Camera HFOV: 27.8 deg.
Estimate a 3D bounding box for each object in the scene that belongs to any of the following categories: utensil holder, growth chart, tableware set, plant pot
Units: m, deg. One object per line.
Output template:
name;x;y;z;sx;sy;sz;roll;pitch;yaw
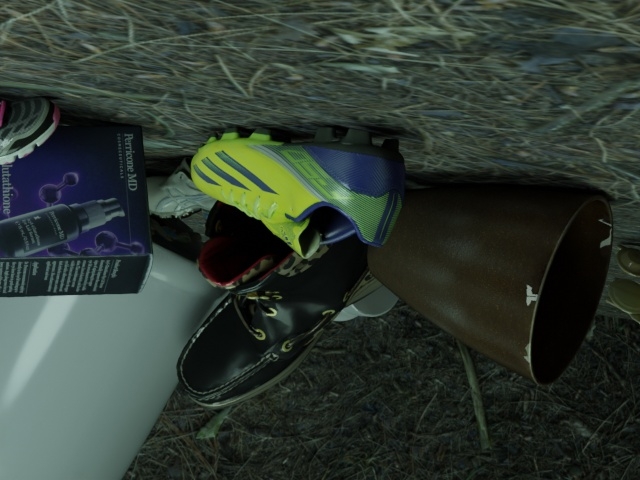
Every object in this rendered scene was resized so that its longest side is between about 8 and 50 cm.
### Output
utensil holder;-0.340;0.134;1.745;0.327;0.385;0.327;30;-177;-2
growth chart;-0.245;-0.048;1.707;0.172;0.021;0.237;37;-175;20
tableware set;0.480;0.067;1.843;0.141;0.169;0.020;21;134;2
plant pot;0.178;0.024;1.446;0.230;0.215;0.215;18;-179;29

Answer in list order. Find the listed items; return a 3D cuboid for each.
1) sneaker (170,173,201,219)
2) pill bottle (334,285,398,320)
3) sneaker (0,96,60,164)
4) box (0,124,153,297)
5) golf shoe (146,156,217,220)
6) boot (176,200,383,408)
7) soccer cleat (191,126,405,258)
sneaker;-0.157;-0.058;1.703;0.065;0.061;0.158;-4;-176;-22
pill bottle;-0.001;0.053;2.171;0.160;0.160;0.283;11;175;-39
sneaker;-0.334;-0.113;1.223;0.170;0.063;0.075;-9;136;9
box;-0.283;-0.030;1.327;0.207;0.153;0.108;-2;156;-17
golf shoe;-0.159;-0.071;1.565;0.176;0.086;0.069;8;-139;31
boot;-0.066;0.051;1.526;0.377;0.138;0.284;-36;158;11
soccer cleat;-0.037;-0.045;1.258;0.093;0.121;0.289;11;174;-43
